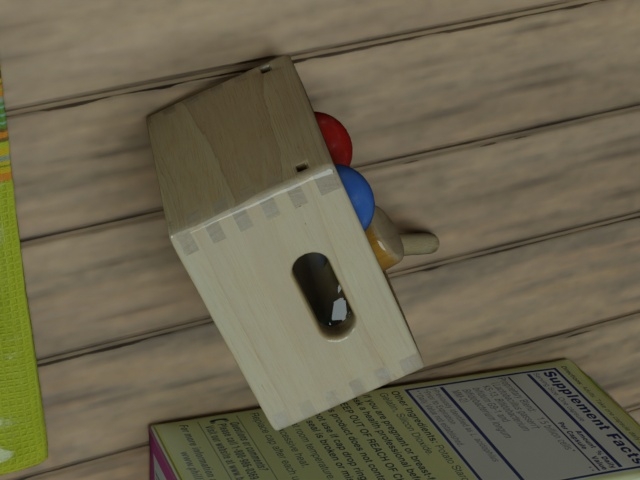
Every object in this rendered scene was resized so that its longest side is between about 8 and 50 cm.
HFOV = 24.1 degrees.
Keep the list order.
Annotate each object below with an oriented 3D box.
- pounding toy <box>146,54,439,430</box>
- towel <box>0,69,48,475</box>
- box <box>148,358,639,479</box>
[{"bbox_3d":[0.000,0.000,0.665,0.100,0.130,0.141,-24,122,3],"label":"pounding toy"},{"bbox_3d":[-0.178,0.010,0.645,0.102,0.021,0.237,-11,119,-18],"label":"towel"},{"bbox_3d":[0.040,0.194,0.775,0.243,0.117,0.213,-7,117,-20],"label":"box"}]
